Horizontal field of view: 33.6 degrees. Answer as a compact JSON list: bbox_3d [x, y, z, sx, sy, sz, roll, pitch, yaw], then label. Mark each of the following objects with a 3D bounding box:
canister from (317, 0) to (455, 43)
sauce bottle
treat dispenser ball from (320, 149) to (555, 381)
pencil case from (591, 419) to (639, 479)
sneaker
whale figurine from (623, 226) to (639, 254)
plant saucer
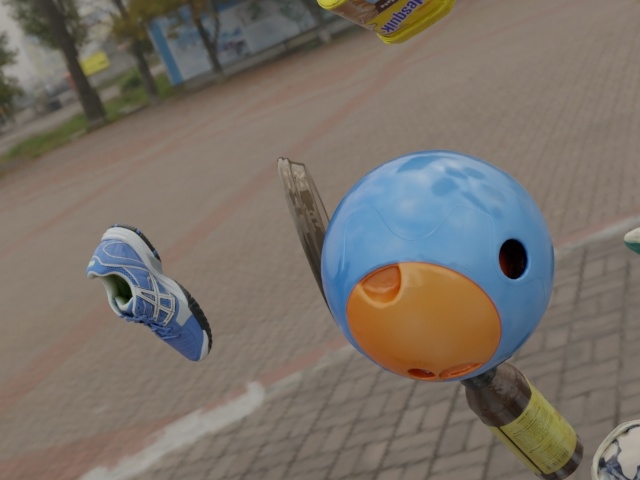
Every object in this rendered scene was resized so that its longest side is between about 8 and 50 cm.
[{"bbox_3d":[0.086,-0.338,1.433,0.126,0.073,0.170,-28,-23,32],"label":"canister"},{"bbox_3d":[0.325,0.281,1.815,0.111,0.344,0.111,-31,31,21],"label":"sauce bottle"},{"bbox_3d":[0.144,0.032,1.317,0.288,0.288,0.288,-22,14,6],"label":"treat dispenser ball"},{"bbox_3d":[0.585,0.480,1.770,0.160,0.410,0.183,-36,30,-7],"label":"pencil case"},{"bbox_3d":[-0.218,0.081,1.336,0.080,0.211,0.081,-18,28,42],"label":"sneaker"},{"bbox_3d":[0.691,0.037,1.925,0.272,0.141,0.216,11,18,43],"label":"whale figurine"},{"bbox_3d":[0.000,0.000,1.602,0.041,0.278,0.278,-20,14,4],"label":"plant saucer"}]
